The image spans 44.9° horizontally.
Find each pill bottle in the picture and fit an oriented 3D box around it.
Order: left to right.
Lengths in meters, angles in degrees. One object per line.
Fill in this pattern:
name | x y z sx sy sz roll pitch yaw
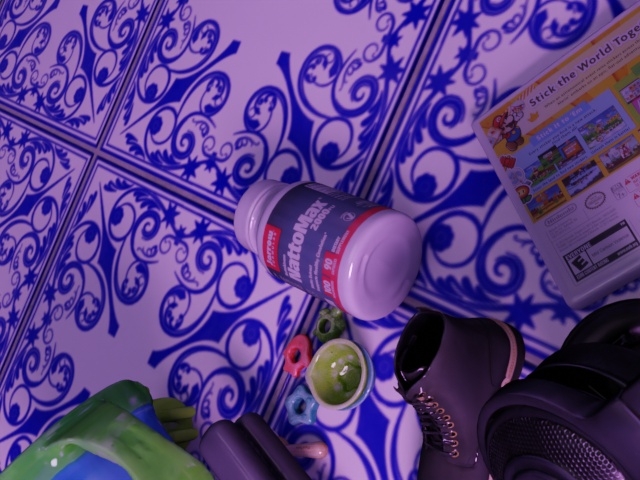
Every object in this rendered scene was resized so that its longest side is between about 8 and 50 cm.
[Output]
pill bottle | 0.000 0.000 0.768 0.180 0.108 0.108 22 90 41

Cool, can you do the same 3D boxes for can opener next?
can opener | -0.017 0.286 0.686 0.283 0.076 0.095 46 116 27

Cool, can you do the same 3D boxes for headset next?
headset | 0.212 0.138 0.493 0.185 0.243 0.394 49 124 17

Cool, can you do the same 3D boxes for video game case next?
video game case | 0.260 -0.085 0.641 0.227 0.026 0.206 -36 56 26

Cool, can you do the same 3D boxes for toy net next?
toy net | -0.037 0.175 0.780 0.232 0.045 0.122 -51 52 14

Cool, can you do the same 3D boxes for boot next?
boot | 0.090 0.151 0.626 0.077 0.137 0.197 6 80 40

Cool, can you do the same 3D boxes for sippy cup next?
sippy cup | -0.186 0.290 0.724 0.224 0.305 0.240 42 79 8

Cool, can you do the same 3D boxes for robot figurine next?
robot figurine | -0.192 0.215 0.878 0.115 0.067 0.101 -16 78 34
